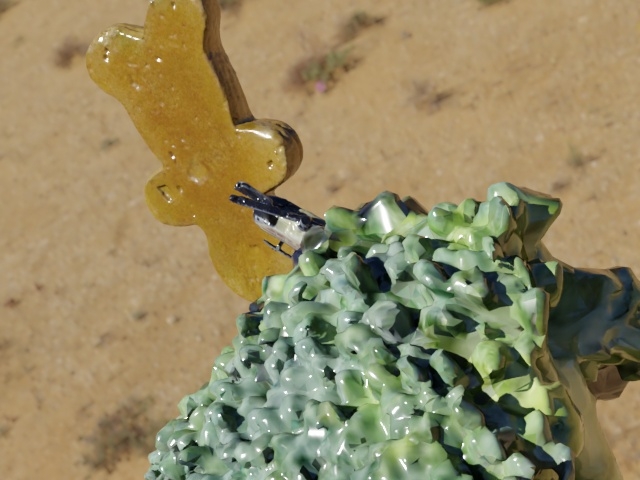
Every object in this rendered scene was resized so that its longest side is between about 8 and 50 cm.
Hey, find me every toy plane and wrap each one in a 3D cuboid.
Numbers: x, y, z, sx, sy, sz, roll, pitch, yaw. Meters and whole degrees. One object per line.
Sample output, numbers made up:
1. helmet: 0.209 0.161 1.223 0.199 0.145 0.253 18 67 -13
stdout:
1. toy plane: 0.000 0.000 0.881 0.121 0.049 0.031 29 78 9

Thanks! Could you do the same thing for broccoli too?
1. broccoli: 0.081 0.136 0.691 0.293 0.281 0.348 -55 35 3

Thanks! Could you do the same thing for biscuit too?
1. biscuit: -0.095 -0.078 1.281 0.197 0.301 0.049 -20 11 46
